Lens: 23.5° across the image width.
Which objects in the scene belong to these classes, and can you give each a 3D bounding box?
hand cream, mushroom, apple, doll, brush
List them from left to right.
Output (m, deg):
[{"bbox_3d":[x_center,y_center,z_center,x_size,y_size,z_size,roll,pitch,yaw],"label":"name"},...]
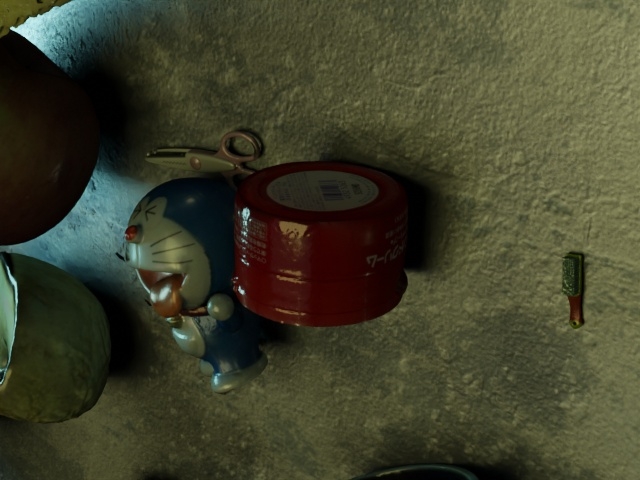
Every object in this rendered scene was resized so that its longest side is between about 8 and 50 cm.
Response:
[{"bbox_3d":[-0.419,-0.139,1.884,0.306,0.306,0.235,40,104,20],"label":"apple"},{"bbox_3d":[-0.360,0.127,2.026,0.267,0.164,0.189,-152,77,-69],"label":"mushroom"},{"bbox_3d":[-0.145,0.052,1.822,0.215,0.161,0.256,16,125,63],"label":"doll"},{"bbox_3d":[0.000,0.000,1.655,0.193,0.193,0.125,18,120,33],"label":"hand cream"},{"bbox_3d":[0.258,0.055,1.580,0.019,0.021,0.083,9,115,34],"label":"brush"}]

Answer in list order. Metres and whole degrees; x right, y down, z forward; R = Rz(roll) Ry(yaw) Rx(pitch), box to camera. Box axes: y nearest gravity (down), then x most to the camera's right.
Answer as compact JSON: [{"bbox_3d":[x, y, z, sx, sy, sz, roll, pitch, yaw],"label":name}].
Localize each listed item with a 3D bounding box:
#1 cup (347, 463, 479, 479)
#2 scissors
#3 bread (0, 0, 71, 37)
[{"bbox_3d":[0.126,0.440,1.704,0.331,0.257,0.311,-11,103,32],"label":"cup"},{"bbox_3d":[-0.140,-0.096,1.841,0.176,0.022,0.085,8,120,33],"label":"scissors"},{"bbox_3d":[-0.357,-0.401,1.741,0.279,0.248,0.315,-6,117,35],"label":"bread"}]
